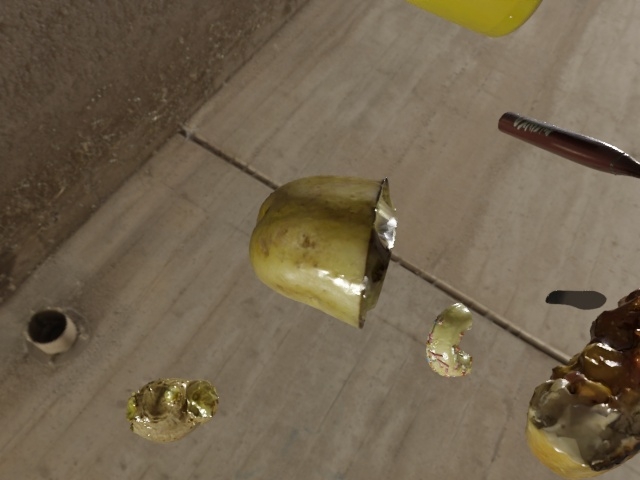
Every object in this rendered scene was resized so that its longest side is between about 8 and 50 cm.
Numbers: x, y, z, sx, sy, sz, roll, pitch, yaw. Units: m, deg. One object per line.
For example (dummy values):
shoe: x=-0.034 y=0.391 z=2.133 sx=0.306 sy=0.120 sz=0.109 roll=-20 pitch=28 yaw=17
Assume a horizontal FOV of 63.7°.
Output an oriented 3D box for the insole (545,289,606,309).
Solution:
insole: x=0.521 y=0.120 z=1.047 sx=0.002 sy=0.153 sz=0.053 roll=-107 pitch=-152 yaw=-51

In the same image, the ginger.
ginger: x=-0.247 y=0.283 z=0.864 sx=0.216 sy=0.157 sz=0.102 roll=114 pitch=-27 yaw=-59

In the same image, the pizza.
pizza: x=0.325 y=0.108 z=0.487 sx=0.409 sy=0.114 sz=0.277 roll=-14 pitch=139 yaw=-39

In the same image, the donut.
donut: x=0.279 y=0.223 z=1.099 sx=0.108 sy=0.065 sz=0.165 roll=-11 pitch=106 yaw=-40

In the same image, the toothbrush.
toothbrush: x=0.367 y=-0.123 z=0.710 sx=0.040 sy=0.041 sz=0.364 roll=-61 pitch=-151 yaw=14

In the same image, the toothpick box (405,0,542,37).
toothpick box: x=0.194 y=-0.428 z=0.770 sx=0.175 sy=0.272 sz=0.174 roll=-169 pitch=-90 yaw=-71

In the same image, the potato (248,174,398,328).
potato: x=0.000 y=0.000 z=0.790 sx=0.285 sy=0.243 sz=0.242 roll=-73 pitch=-174 yaw=-53
